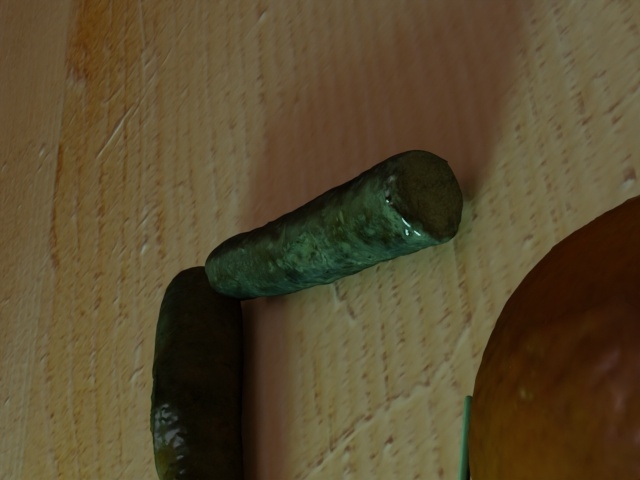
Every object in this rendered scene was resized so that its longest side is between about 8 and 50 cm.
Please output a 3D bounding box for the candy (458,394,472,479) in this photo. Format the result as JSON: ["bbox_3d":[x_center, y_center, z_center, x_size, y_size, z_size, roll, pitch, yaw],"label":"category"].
[{"bbox_3d":[0.066,0.154,0.724,0.055,0.049,0.184,71,-159,-49],"label":"candy"}]

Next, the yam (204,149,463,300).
[{"bbox_3d":[0.000,0.000,0.952,0.274,0.061,0.061,-23,52,59],"label":"yam"}]

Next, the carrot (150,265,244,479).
[{"bbox_3d":[-0.081,0.157,0.993,0.070,0.070,0.342,-49,33,38],"label":"carrot"}]

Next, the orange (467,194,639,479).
[{"bbox_3d":[0.153,0.054,0.413,0.224,0.224,0.170,-28,79,56],"label":"orange"}]
